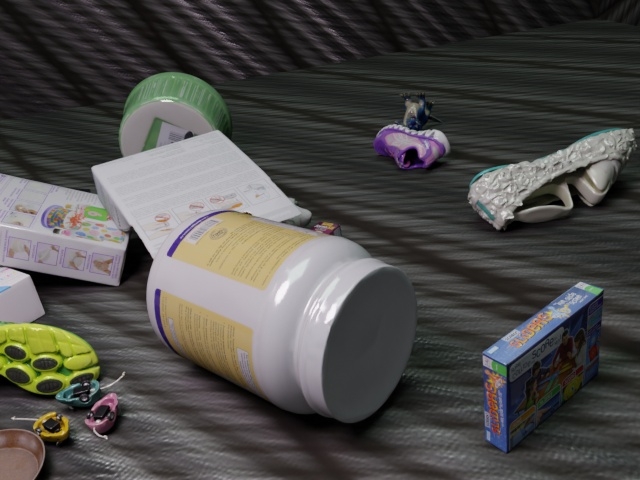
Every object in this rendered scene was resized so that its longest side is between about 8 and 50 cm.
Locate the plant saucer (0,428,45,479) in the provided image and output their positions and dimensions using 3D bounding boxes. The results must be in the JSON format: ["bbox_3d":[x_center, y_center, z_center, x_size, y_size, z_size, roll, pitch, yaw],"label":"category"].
[{"bbox_3d":[-0.437,0.313,0.794,0.168,0.029,0.168,-6,27,3],"label":"plant saucer"}]

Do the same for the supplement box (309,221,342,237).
[{"bbox_3d":[0.000,0.000,1.262,0.054,0.043,0.083,8,30,33],"label":"supplement box"}]

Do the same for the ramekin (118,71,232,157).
[{"bbox_3d":[-0.396,-0.285,1.677,0.303,0.304,0.148,-8,34,2],"label":"ramekin"}]

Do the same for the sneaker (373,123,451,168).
[{"bbox_3d":[0.220,-0.237,1.625,0.236,0.095,0.105,14,57,46],"label":"sneaker"}]

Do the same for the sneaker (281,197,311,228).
[{"bbox_3d":[-0.109,-0.064,1.395,0.115,0.091,0.232,-19,35,-37],"label":"sneaker"}]

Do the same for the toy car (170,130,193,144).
[{"bbox_3d":[-0.318,-0.169,1.529,0.148,0.189,0.155,1,28,19],"label":"toy car"}]

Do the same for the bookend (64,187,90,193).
[{"bbox_3d":[-0.616,-0.056,1.508,0.157,0.072,0.156,-2,41,-49],"label":"bookend"}]

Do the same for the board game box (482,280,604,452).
[{"bbox_3d":[0.281,0.153,0.771,0.201,0.136,0.035,-25,31,-31],"label":"board game box"}]

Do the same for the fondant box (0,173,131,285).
[{"bbox_3d":[-0.567,-0.029,1.288,0.330,0.096,0.238,11,24,-16],"label":"fondant box"}]

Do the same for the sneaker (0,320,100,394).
[{"bbox_3d":[-0.490,0.170,0.990,0.295,0.110,0.123,7,6,4],"label":"sneaker"}]

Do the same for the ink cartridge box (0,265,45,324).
[{"bbox_3d":[-0.618,0.111,1.178,0.143,0.090,0.092,11,33,33],"label":"ink cartridge box"}]

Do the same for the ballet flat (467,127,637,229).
[{"bbox_3d":[0.499,-0.112,1.276,0.408,0.147,0.147,-18,28,-12],"label":"ballet flat"}]

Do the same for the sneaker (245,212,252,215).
[{"bbox_3d":[-0.218,-0.007,1.299,0.255,0.094,0.151,9,38,28],"label":"sneaker"}]

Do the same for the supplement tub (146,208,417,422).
[{"bbox_3d":[-0.058,0.096,0.869,0.331,0.241,0.241,15,35,38],"label":"supplement tub"}]

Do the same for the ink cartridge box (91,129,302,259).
[{"bbox_3d":[-0.262,-0.079,1.287,0.308,0.091,0.385,-22,45,-26],"label":"ink cartridge box"}]

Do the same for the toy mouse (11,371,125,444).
[{"bbox_3d":[-0.334,0.244,0.895,0.160,0.031,0.143,9,32,31],"label":"toy mouse"}]

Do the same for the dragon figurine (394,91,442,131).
[{"bbox_3d":[0.278,-0.336,1.783,0.085,0.144,0.289,4,-5,23],"label":"dragon figurine"}]
